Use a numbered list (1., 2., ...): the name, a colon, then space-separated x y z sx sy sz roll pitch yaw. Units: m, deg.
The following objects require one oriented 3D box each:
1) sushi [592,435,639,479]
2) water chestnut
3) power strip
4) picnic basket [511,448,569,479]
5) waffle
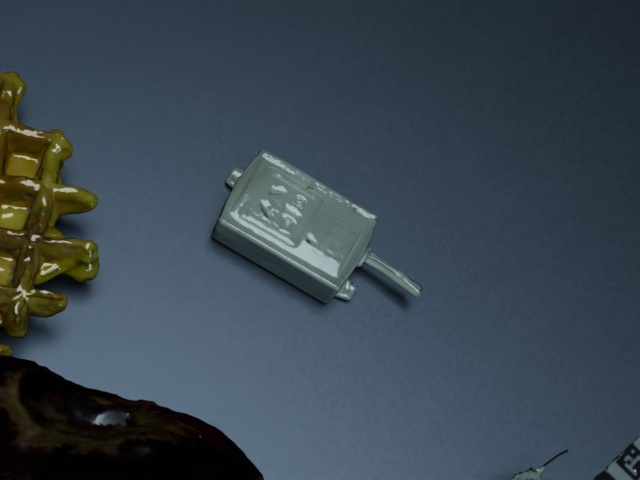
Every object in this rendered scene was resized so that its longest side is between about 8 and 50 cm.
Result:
1. sushi: 0.345 0.195 1.110 0.215 0.050 0.192 -38 82 -22
2. water chestnut: -0.177 0.216 0.885 0.300 0.300 0.300 4 70 -12
3. power strip: 0.000 0.000 1.106 0.175 0.042 0.075 29 65 -1
4. picnic basket: 0.162 0.198 1.055 0.083 0.083 0.065 -32 58 22
5. waffle: -0.304 -0.026 1.035 0.260 0.069 0.293 -40 80 -24
